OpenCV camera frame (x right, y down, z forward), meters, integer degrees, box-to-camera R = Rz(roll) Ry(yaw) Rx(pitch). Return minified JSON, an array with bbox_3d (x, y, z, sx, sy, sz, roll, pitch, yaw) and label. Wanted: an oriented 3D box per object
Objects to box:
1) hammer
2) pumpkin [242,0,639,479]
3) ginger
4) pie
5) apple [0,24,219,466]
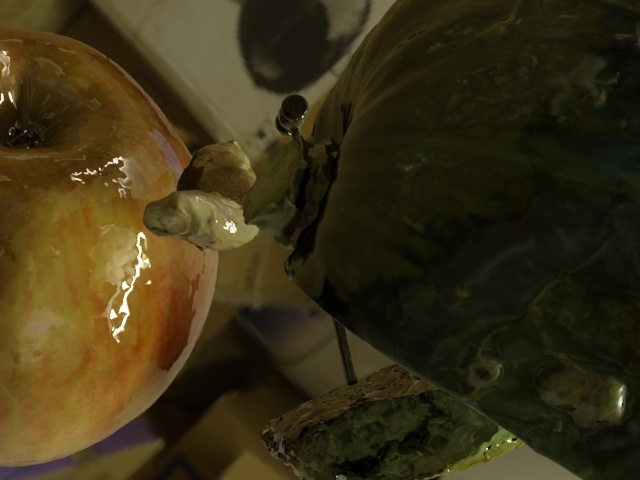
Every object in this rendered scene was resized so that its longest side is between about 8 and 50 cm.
[{"bbox_3d":[0.000,0.000,1.406,0.029,0.292,0.058,-11,168,-11],"label":"hammer"},{"bbox_3d":[0.122,-0.026,0.617,0.197,0.263,0.293,-61,-163,8],"label":"pumpkin"},{"bbox_3d":[-0.080,-0.028,1.046,0.288,0.075,0.089,-94,-155,-80],"label":"ginger"},{"bbox_3d":[0.112,0.163,1.395,0.354,0.103,0.288,-18,177,13],"label":"pie"},{"bbox_3d":[-0.284,-0.005,1.295,0.391,0.391,0.346,-34,161,-34],"label":"apple"}]
